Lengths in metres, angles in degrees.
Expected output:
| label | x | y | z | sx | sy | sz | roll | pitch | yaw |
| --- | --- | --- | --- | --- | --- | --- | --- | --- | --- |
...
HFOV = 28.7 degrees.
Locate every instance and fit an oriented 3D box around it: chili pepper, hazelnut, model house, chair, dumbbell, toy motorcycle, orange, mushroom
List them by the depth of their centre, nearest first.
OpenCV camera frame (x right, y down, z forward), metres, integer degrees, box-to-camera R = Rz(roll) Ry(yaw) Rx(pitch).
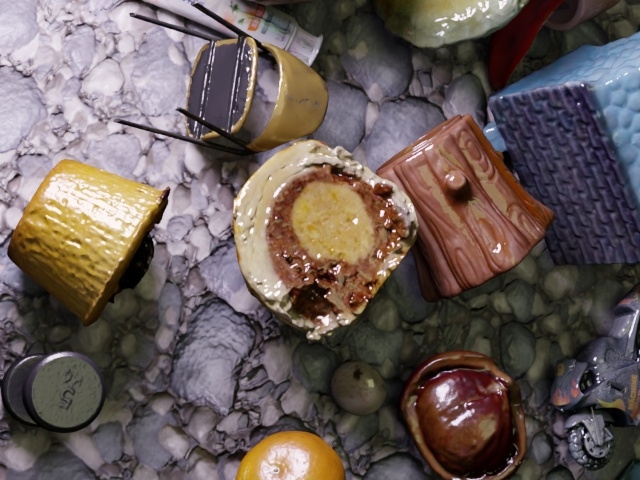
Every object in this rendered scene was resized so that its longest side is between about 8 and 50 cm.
| label | x | y | z | sx | sy | sz | roll | pitch | yaw |
| --- | --- | --- | --- | --- | --- | --- | --- | --- | --- |
| dumbbell | -0.341 | 0.191 | 1.589 | 0.100 | 0.191 | 0.100 | 2 | 84 | -23 |
| orange | -0.040 | 0.344 | 1.737 | 0.159 | 0.159 | 0.136 | -53 | 146 | -20 |
| chair | -0.133 | -0.213 | 1.741 | 0.247 | 0.172 | 0.158 | 17 | 77 | -47 |
| mushroom | 0.060 | 0.211 | 1.838 | 0.085 | 0.085 | 0.079 | 59 | 32 | -7 |
| hazelnut | 0.207 | 0.261 | 1.844 | 0.170 | 0.160 | 0.201 | -44 | 107 | -20 |
| chili pepper | 0.366 | -0.374 | 1.905 | 0.092 | 0.368 | 0.137 | -22 | 79 | -39 |
| model house | 0.455 | -0.127 | 1.969 | 0.360 | 0.339 | 0.297 | 65 | 20 | -19 |
| toy motorcycle | 0.469 | 0.214 | 1.997 | 0.173 | 0.108 | 0.307 | 47 | 66 | -7 |

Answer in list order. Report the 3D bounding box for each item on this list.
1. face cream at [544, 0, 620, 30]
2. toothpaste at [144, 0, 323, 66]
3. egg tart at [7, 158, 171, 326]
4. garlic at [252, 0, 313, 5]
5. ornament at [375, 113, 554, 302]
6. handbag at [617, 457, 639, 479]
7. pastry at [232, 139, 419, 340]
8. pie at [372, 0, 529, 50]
| label | x | y | z | sx | sy | sz | roll | pitch | yaw |
| --- | --- | --- | --- | --- | --- | --- | --- | --- | --- |
| face cream | 0.404 | -0.423 | 2.013 | 0.104 | 0.149 | 0.149 | -29 | 96 | -26 |
| toothpaste | -0.151 | -0.343 | 1.809 | 0.323 | 0.066 | 0.100 | 24 | 80 | -15 |
| egg tart | -0.299 | -0.005 | 1.630 | 0.171 | 0.215 | 0.215 | 31 | 72 | -6 |
| garlic | -0.061 | -0.459 | 1.749 | 0.317 | 0.317 | 0.259 | 15 | 104 | -22 |
| ornament | 0.201 | -0.053 | 1.856 | 0.235 | 0.221 | 0.217 | -34 | 95 | 3 |
| handbag | 0.551 | 0.517 | 1.999 | 0.274 | 0.100 | 0.269 | 49 | 67 | -11 |
| pastry | -0.010 | 0.002 | 1.781 | 0.237 | 0.170 | 0.256 | 37 | 74 | 5 |
| pie | 0.212 | -0.418 | 1.891 | 0.071 | 0.306 | 0.306 | 47 | 62 | -55 |
